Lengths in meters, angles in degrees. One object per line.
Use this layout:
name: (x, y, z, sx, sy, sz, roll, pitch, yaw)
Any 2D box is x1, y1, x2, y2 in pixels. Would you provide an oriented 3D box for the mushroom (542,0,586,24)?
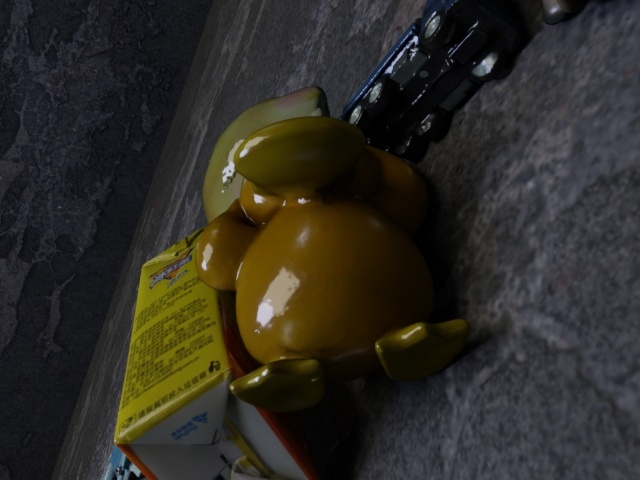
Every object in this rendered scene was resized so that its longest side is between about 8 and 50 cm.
mushroom: (0.165, -0.362, 0.292, 0.313, 0.224, 0.397, -3, 71, 67)

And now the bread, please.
bread: (-0.056, -0.074, 0.661, 0.261, 0.156, 0.158, -53, 32, 37)

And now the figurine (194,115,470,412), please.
figurine: (0.002, 0.009, 0.464, 0.215, 0.215, 0.228, -28, 73, 58)

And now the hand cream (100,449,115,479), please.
hand cream: (-0.503, 0.635, 1.281, 0.085, 0.058, 0.331, -53, 31, 42)

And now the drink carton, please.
drink carton: (-0.114, 0.118, 0.601, 0.111, 0.155, 0.351, -31, 23, -2)

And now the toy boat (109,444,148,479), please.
toy boat: (-0.287, 0.356, 0.996, 0.102, 0.088, 0.215, 38, 113, 28)

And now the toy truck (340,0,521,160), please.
toy truck: (0.086, -0.141, 0.511, 0.201, 0.074, 0.088, -45, 27, 48)
